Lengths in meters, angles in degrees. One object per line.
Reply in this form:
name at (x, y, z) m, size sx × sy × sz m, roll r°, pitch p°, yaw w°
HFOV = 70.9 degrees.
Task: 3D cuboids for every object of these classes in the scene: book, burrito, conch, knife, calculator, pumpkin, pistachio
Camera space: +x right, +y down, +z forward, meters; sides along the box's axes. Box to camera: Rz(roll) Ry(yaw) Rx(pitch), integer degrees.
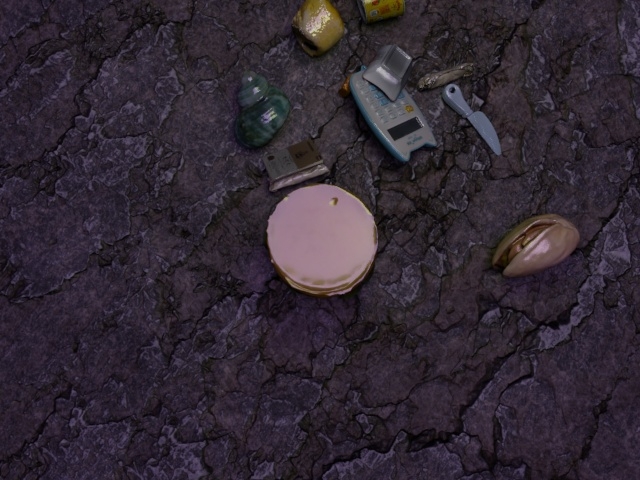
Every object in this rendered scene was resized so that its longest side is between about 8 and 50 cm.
book at (-0.105, -0.293, 1.628) m, size 0.199 × 0.016 × 0.138 m, roll -22°, pitch 52°, yaw -5°
burrito at (-0.087, -0.241, 1.636) m, size 0.226 × 0.060 × 0.086 m, roll -23°, pitch 58°, yaw -3°
burrito at (0.475, -0.621, 1.701) m, size 0.230 × 0.063 × 0.058 m, roll -17°, pitch 115°, yaw -6°
conch at (-0.217, -0.472, 1.604) m, size 0.221 × 0.195 × 0.277 m, roll -11°, pitch 118°, yaw 5°
knife at (0.589, -0.464, 1.711) m, size 0.331 × 0.044 × 0.080 m, roll 46°, pitch 78°, yaw -5°
calculator at (0.253, -0.471, 1.631) m, size 0.256 × 0.054 × 0.386 m, roll -31°, pitch 90°, yaw -34°
pumpkin at (0.107, -0.570, 1.667) m, size 0.054 × 0.083 × 0.074 m, roll 37°, pitch 86°, yaw -17°
pistachio at (0.766, 0.023, 1.613) m, size 0.318 × 0.214 × 0.193 m, roll -33°, pitch 45°, yaw 4°

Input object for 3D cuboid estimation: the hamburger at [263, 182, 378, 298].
hamburger at (0.000, 0.000, 1.518) m, size 0.397 × 0.277 × 0.394 m, roll 0°, pitch 82°, yaw -1°

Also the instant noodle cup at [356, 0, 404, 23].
instant noodle cup at (0.213, -0.893, 1.658) m, size 0.145 × 0.182 × 0.182 m, roll -21°, pitch 87°, yaw 5°

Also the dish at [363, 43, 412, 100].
dish at (0.260, -0.624, 1.626) m, size 0.151 × 0.077 × 0.212 m, roll 36°, pitch 55°, yaw -11°

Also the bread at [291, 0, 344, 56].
bread at (-0.012, -0.784, 1.629) m, size 0.197 × 0.197 × 0.170 m, roll 44°, pitch 91°, yaw 1°
